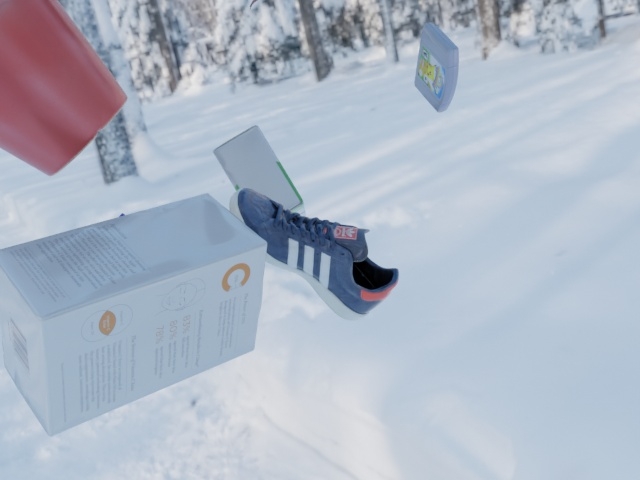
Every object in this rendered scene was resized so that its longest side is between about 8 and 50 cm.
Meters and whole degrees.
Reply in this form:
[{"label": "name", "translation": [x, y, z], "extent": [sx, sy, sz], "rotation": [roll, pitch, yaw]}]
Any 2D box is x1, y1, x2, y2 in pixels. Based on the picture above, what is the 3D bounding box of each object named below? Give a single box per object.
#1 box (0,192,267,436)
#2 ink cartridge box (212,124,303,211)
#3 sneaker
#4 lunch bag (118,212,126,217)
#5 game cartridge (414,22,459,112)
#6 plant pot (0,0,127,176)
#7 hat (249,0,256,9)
[{"label": "box", "translation": [-0.271, 0.095, 1.143], "extent": [0.345, 0.215, 0.168], "rotation": [-19, 43, -36]}, {"label": "ink cartridge box", "translation": [-0.136, -0.131, 1.861], "extent": [0.122, 0.211, 0.289], "rotation": [-32, -4, -2]}, {"label": "sneaker", "translation": [0.000, 0.000, 1.419], "extent": [0.148, 0.350, 0.131], "rotation": [-36, 28, 34]}, {"label": "lunch bag", "translation": [-0.294, 0.106, 1.489], "extent": [0.138, 0.221, 0.293], "rotation": [-50, 40, -3]}, {"label": "game cartridge", "translation": [0.120, -0.174, 0.804], "extent": [0.017, 0.083, 0.056], "rotation": [-25, 56, -19]}, {"label": "plant pot", "translation": [-0.478, -0.258, 1.308], "extent": [0.275, 0.243, 0.275], "rotation": [-38, 22, 18]}, {"label": "hat", "translation": [-0.014, -0.557, 1.606], "extent": [0.209, 0.183, 0.173], "rotation": [17, 40, -16]}]
